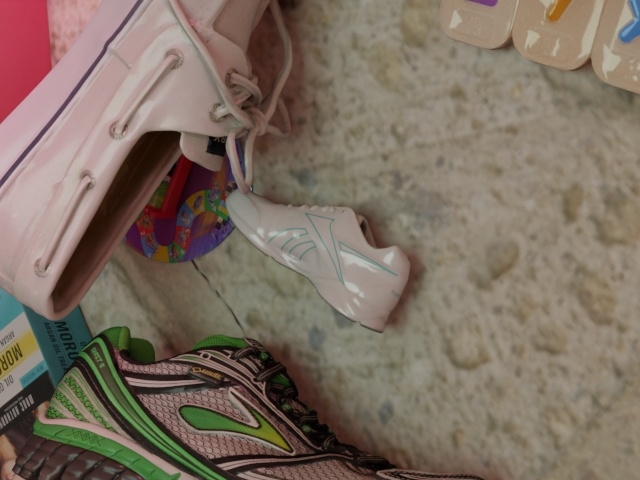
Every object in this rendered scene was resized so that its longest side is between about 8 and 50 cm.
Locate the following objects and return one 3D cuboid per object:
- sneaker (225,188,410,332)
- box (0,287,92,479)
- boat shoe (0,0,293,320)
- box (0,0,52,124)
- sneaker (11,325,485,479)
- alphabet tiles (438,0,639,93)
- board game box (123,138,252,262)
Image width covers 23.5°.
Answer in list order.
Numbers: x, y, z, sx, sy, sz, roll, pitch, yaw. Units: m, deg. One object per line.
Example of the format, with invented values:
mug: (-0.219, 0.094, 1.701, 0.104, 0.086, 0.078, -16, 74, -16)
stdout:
sneaker: (0.000, 0.000, 1.034, 0.152, 0.053, 0.061, 35, 96, 29)
box: (-0.226, 0.103, 1.195, 0.100, 0.060, 0.244, -38, 68, 31)
boat shoe: (-0.089, -0.092, 1.023, 0.156, 0.136, 0.367, 43, 96, 16)
box: (-0.308, -0.186, 1.212, 0.148, 0.127, 0.232, -7, 86, 37)
sneaker: (-0.042, 0.133, 1.013, 0.343, 0.134, 0.146, 12, 72, 26)
alphabet tiles: (0.174, -0.237, 0.911, 0.284, 0.021, 0.278, 22, 104, 35)
board game box: (-0.122, -0.067, 1.131, 0.133, 0.033, 0.169, -23, 76, 35)
